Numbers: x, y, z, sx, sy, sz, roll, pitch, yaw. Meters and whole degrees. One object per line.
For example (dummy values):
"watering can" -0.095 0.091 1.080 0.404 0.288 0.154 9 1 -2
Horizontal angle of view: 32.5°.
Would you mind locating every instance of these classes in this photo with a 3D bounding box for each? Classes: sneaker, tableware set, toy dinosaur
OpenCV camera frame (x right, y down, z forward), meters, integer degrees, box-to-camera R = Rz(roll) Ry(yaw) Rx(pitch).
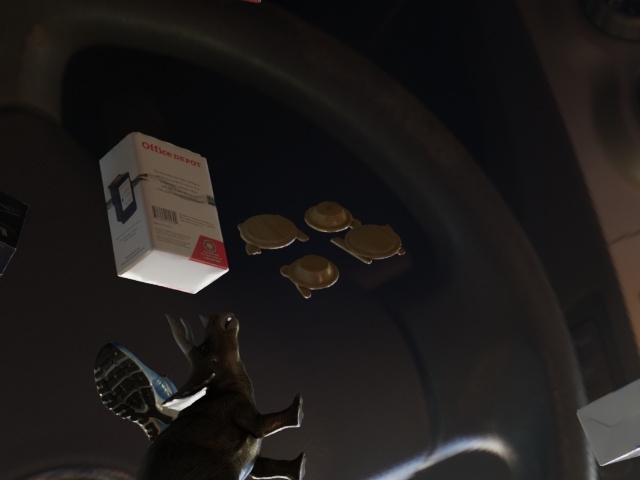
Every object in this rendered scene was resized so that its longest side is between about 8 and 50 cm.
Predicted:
"sneaker" -0.209 0.181 1.300 0.063 0.073 0.162 -31 114 10
"tableware set" 0.000 0.000 1.229 0.169 0.141 0.020 -19 131 -29
"toy dinosaur" -0.106 0.214 1.045 0.160 0.313 0.121 6 132 12

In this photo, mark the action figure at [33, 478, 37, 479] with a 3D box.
"action figure" -0.461 0.507 1.760 0.285 0.185 0.099 -48 149 10

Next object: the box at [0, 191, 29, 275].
"box" -0.557 -0.021 1.721 0.156 0.158 0.093 27 111 -19

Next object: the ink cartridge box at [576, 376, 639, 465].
"ink cartridge box" 0.354 0.168 1.098 0.180 0.060 0.104 0 150 -44

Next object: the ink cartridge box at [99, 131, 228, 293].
"ink cartridge box" -0.269 -0.047 1.878 0.100 0.237 0.172 -34 146 32

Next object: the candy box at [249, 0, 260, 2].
"candy box" -0.074 -0.394 0.992 0.088 0.316 0.183 7 -179 -4
